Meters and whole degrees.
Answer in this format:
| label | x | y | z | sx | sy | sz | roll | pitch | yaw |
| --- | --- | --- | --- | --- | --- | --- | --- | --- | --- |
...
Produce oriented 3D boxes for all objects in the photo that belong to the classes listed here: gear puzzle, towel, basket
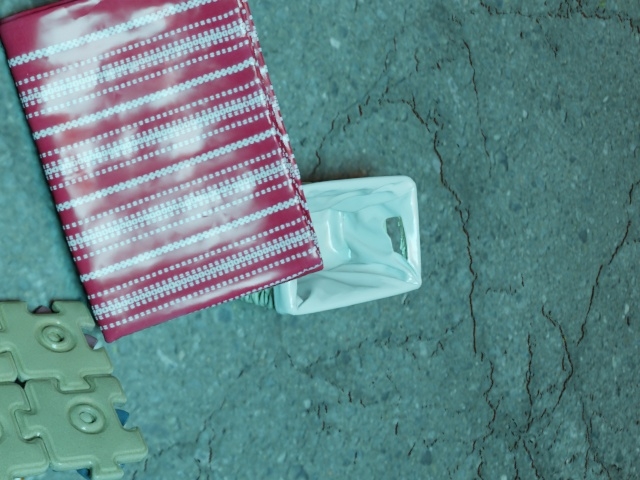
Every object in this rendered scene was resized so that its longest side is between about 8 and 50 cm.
| label | x | y | z | sx | sy | sz | roll | pitch | yaw |
| --- | --- | --- | --- | --- | --- | --- | --- | --- | --- |
| gear puzzle | -0.292 | 0.118 | 0.710 | 0.338 | 0.175 | 0.044 | 2 | 133 | -40 |
| towel | -0.124 | -0.075 | 0.838 | 0.198 | 0.031 | 0.275 | -18 | 97 | -8 |
| basket | 0.000 | 0.000 | 0.968 | 0.167 | 0.103 | 0.113 | -8 | 97 | -39 |
